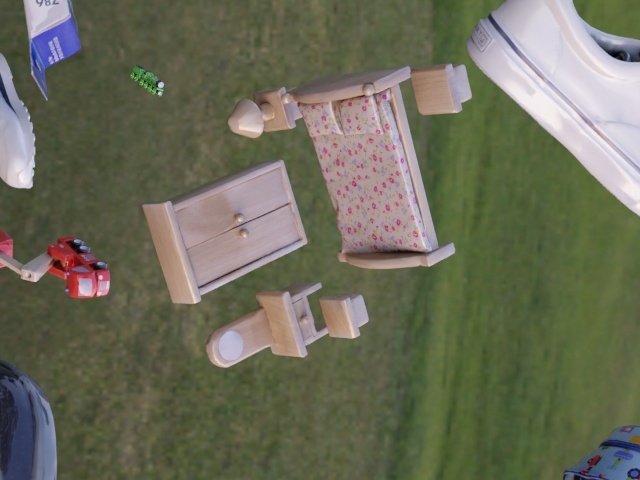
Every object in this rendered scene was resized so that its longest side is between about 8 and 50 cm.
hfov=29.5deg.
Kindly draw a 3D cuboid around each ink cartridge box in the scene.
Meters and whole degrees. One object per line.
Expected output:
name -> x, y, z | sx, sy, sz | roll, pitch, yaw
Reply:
ink cartridge box -> -0.372, -0.368, 1.635 | 0.165, 0.065, 0.332 | 143, -61, -82

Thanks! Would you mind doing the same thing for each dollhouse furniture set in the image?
dollhouse furniture set -> 0.000, 0.000, 1.236 | 0.174, 0.356, 0.303 | -26, 106, -37

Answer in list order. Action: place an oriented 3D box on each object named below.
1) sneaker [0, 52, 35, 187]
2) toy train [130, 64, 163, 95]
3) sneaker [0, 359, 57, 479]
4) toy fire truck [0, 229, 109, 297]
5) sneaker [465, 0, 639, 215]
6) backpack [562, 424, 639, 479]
sneaker -> -0.420, -0.146, 1.517 | 0.235, 0.095, 0.090 | 55, -43, 38
toy train -> -0.259, -0.240, 1.823 | 0.017, 0.083, 0.023 | 14, 106, -45
sneaker -> -0.191, 0.138, 0.475 | 0.227, 0.087, 0.130 | -61, 149, -17
toy fire truck -> -0.426, 0.037, 1.896 | 0.135, 0.192, 0.047 | -10, 120, -34
sneaker -> 0.225, -0.092, 0.884 | 0.258, 0.091, 0.094 | 36, 24, -23
backpack -> 0.292, 0.205, 0.979 | 0.117, 0.173, 0.158 | -58, -167, -13
